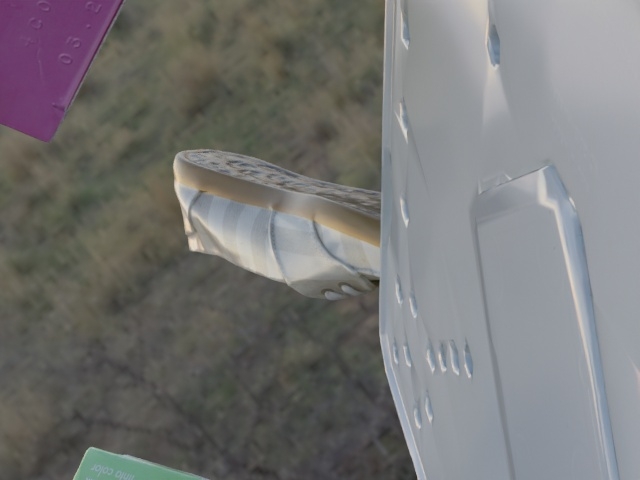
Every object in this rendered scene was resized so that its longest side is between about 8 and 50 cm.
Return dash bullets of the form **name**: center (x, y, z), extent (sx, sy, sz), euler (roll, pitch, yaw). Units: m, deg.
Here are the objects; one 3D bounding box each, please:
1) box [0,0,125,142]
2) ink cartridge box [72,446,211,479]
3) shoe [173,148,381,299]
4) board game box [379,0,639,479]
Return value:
- **box**: center (-0.115, -0.200, 0.623), extent (0.213, 0.117, 0.243), euler (-57, 24, 25)
- **ink cartridge box**: center (-0.114, 0.325, 0.901), extent (0.119, 0.207, 0.353), euler (10, 66, 35)
- **shoe**: center (0.000, 0.000, 0.836), extent (0.076, 0.058, 0.219), euler (0, 13, -44)
- **board game box**: center (0.086, 0.034, 0.459), extent (0.050, 0.390, 0.390), euler (-8, 43, -8)
